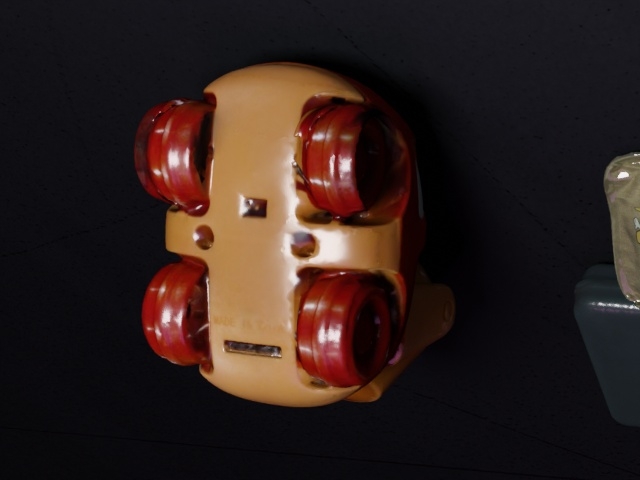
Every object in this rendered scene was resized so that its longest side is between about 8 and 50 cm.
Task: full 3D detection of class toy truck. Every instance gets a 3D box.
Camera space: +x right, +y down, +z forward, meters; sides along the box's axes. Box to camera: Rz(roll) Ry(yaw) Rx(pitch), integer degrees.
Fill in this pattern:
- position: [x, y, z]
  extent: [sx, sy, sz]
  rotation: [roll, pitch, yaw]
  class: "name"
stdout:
- position: [0.000, 0.000, 1.162]
  extent: [0.189, 0.239, 0.264]
  rotation: [5, 99, 29]
  class: "toy truck"

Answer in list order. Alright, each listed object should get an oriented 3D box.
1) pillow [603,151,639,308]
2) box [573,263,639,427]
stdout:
- position: [0.295, -0.004, 1.042]
  extent: [0.218, 0.033, 0.130]
  rotation: [5, 120, 31]
  class: "pillow"
- position: [0.309, 0.088, 1.149]
  extent: [0.230, 0.050, 0.160]
  rotation: [4, 139, 31]
  class: "box"
